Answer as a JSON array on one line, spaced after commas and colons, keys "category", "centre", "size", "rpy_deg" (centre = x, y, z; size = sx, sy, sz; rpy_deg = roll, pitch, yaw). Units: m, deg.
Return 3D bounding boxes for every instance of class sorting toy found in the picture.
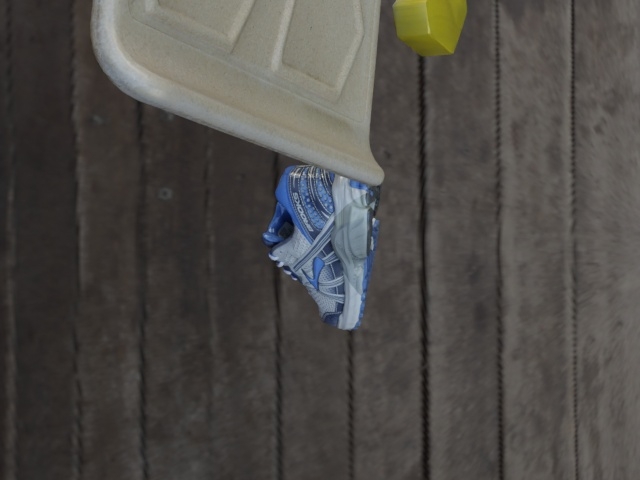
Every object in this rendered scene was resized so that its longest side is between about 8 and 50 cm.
[{"category": "sorting toy", "centre": [-0.005, -0.143, 0.603], "size": [0.041, 0.307, 0.229], "rpy_deg": [-2, 82, 27]}]

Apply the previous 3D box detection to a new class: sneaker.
[{"category": "sneaker", "centre": [0.000, 0.000, 0.704], "size": [0.058, 0.135, 0.052], "rpy_deg": [9, 56, 6]}]
